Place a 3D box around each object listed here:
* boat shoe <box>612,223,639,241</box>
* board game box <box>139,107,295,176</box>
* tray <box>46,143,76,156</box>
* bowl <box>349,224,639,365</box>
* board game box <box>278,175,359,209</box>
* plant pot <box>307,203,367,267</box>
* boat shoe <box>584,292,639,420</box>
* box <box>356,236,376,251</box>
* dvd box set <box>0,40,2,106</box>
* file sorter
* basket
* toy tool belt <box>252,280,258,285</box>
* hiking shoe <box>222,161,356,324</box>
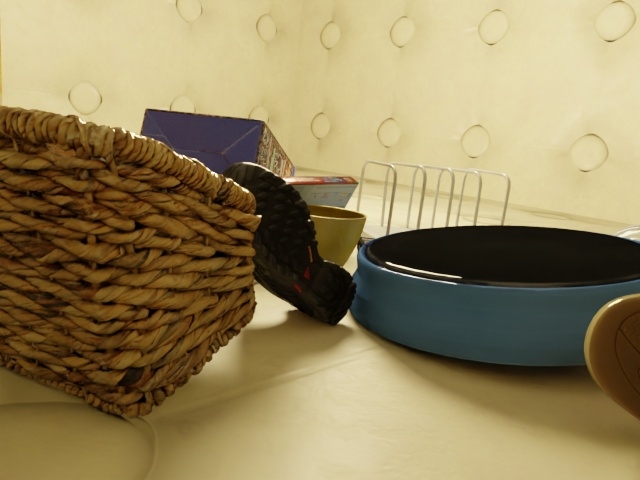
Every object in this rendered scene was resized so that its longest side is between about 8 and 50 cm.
[{"bbox_3d":[0.537,0.072,0.783,0.157,0.135,0.367,-4,24,-31],"label":"boat shoe"},{"bbox_3d":[-0.197,-0.135,1.131,0.232,0.140,0.291,8,-8,9],"label":"board game box"},{"bbox_3d":[-0.375,-0.090,0.962,0.412,0.076,0.203,10,-19,20],"label":"tray"},{"bbox_3d":[0.229,0.044,0.704,0.392,0.077,0.391,-2,11,0],"label":"bowl"},{"bbox_3d":[-0.049,-0.044,0.965,0.027,0.145,0.281,40,26,26],"label":"board game box"},{"bbox_3d":[0.000,0.000,0.884,0.135,0.095,0.134,6,10,-1],"label":"plant pot"},{"bbox_3d":[0.370,0.119,0.460,0.342,0.121,0.110,17,6,0],"label":"boat shoe"},{"bbox_3d":[0.129,0.025,1.009,0.116,0.029,0.162,7,12,-2],"label":"box"},{"bbox_3d":[-0.571,-0.202,0.744,0.062,0.419,0.308,8,10,21],"label":"dvd box set"},{"bbox_3d":[0.231,-0.075,1.208,0.278,0.172,0.193,2,11,-18],"label":"file sorter"},{"bbox_3d":[-0.207,-0.030,0.483,0.300,0.222,0.213,11,27,24],"label":"basket"},{"bbox_3d":[-0.115,0.052,0.667,0.051,0.052,0.083,4,8,38],"label":"toy tool belt"},{"bbox_3d":[-0.057,0.011,0.620,0.114,0.226,0.086,3,48,42],"label":"hiking shoe"}]
